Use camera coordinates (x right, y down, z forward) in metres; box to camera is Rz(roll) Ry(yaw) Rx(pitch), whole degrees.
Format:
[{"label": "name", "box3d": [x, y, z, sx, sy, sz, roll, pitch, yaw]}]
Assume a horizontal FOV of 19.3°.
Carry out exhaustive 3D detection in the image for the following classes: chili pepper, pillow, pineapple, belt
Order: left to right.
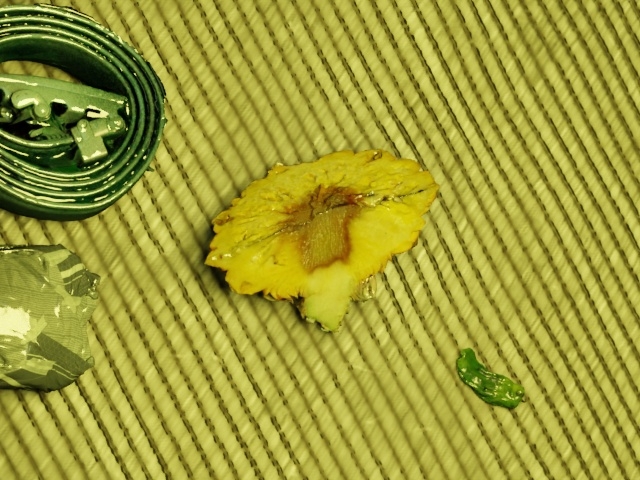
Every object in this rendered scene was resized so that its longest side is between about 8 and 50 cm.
[{"label": "pillow", "box3d": [-0.387, 0.066, 1.855, 0.335, 0.092, 0.161, 5, 73, -12]}, {"label": "belt", "box3d": [-0.292, -0.131, 1.900, 0.267, 0.116, 0.206, 21, 74, -15]}, {"label": "pineapple", "box3d": [0.005, -0.003, 1.973, 0.250, 0.140, 0.164, -25, 128, -2]}, {"label": "chili pepper", "box3d": [0.181, 0.151, 2.015, 0.091, 0.034, 0.030, 37, 41, -4]}]
